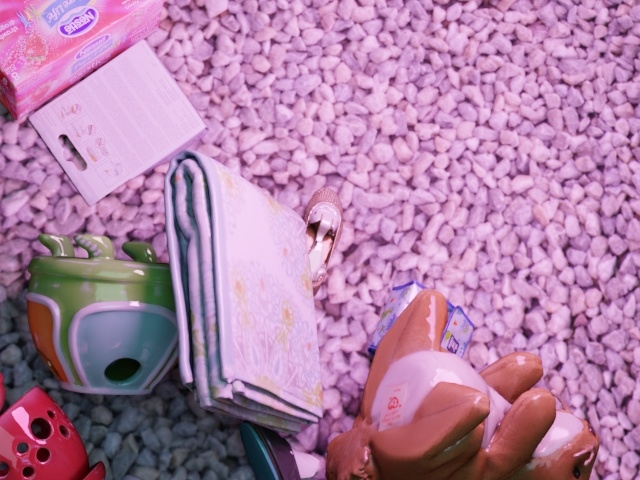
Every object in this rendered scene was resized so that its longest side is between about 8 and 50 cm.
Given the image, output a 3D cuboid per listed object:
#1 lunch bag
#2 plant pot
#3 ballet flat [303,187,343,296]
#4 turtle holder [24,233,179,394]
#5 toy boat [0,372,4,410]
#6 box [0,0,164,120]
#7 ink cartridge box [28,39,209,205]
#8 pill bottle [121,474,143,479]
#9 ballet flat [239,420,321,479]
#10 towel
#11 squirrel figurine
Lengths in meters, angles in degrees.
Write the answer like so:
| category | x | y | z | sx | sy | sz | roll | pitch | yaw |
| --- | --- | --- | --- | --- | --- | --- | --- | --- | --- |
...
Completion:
| category | x | y | z | sx | sy | sz | roll | pitch | yaw |
| --- | --- | --- | --- | --- | --- | --- | --- | --- | --- |
| lunch bag | 0.174 | 0.159 | 1.836 | 0.151 | 0.096 | 0.129 | 33 | 66 | -18 |
| plant pot | -0.418 | 0.332 | 1.583 | 0.191 | 0.191 | 0.174 | -42 | 92 | -21 |
| ballet flat | 0.000 | 0.000 | 1.850 | 0.073 | 0.067 | 0.206 | 16 | 70 | -10 |
| turtle holder | -0.288 | 0.113 | 1.681 | 0.320 | 0.243 | 0.227 | 8 | 85 | -52 |
| toy boat | -0.557 | 0.218 | 1.611 | 0.231 | 0.151 | 0.151 | -26 | 97 | 11 |
| box | -0.418 | -0.352 | 1.814 | 0.300 | 0.142 | 0.154 | -37 | 86 | -21 |
| ink cartridge box | -0.332 | -0.194 | 1.848 | 0.232 | 0.066 | 0.189 | -36 | 84 | 0 |
| pill bottle | -0.288 | 0.445 | 1.623 | 0.108 | 0.108 | 0.180 | 33 | 69 | -2 |
| ballet flat | -0.039 | 0.394 | 1.715 | 0.096 | 0.095 | 0.280 | -18 | 89 | -28 |
| towel | -0.108 | 0.085 | 1.640 | 0.090 | 0.320 | 0.374 | -14 | 67 | 21 |
| squirrel figurine | 0.226 | 0.345 | 1.721 | 0.370 | 0.281 | 0.397 | 31 | 105 | -28 |
